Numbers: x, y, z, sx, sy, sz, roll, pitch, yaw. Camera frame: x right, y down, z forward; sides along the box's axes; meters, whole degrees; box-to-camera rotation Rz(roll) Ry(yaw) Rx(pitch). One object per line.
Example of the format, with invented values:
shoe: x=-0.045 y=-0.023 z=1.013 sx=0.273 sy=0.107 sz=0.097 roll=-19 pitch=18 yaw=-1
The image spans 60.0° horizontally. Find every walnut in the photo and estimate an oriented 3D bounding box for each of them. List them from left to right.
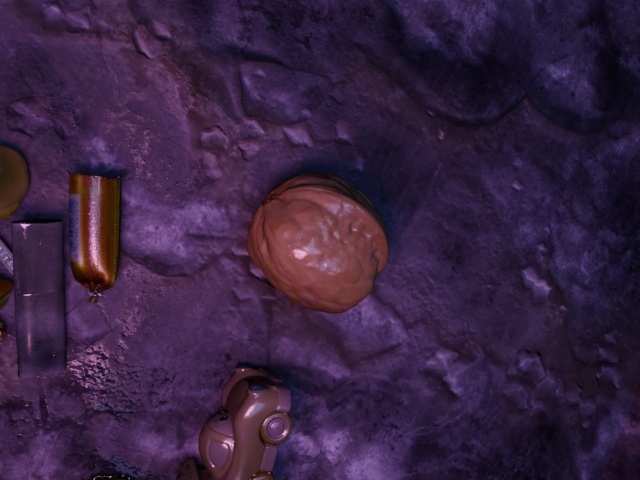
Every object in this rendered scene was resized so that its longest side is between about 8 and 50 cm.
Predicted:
walnut: x=0.000 y=0.000 z=1.432 sx=0.381 sy=0.381 sz=0.381 roll=-1 pitch=94 yaw=-21

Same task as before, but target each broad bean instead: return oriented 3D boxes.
broad bean: x=-0.733 y=-0.130 z=1.259 sx=0.124 sy=0.082 sz=0.175 roll=29 pitch=74 yaw=-37

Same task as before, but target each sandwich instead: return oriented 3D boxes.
sandwich: x=-0.760 y=0.132 z=1.239 sx=0.074 sy=0.116 sz=0.074 roll=32 pitch=115 yaw=-9

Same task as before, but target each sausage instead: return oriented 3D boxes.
sausage: x=-0.536 y=-0.005 z=1.333 sx=0.125 sy=0.117 sz=0.318 roll=1 pitch=95 yaw=-6

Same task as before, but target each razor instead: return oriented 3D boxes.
razor: x=-0.735 y=0.029 z=1.289 sx=0.111 sy=0.056 sz=0.278 roll=-38 pitch=105 yaw=-14

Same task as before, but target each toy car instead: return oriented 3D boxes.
toy car: x=-0.220 y=0.504 z=1.422 sx=0.226 sy=0.242 sz=0.336 roll=13 pitch=90 yaw=-19

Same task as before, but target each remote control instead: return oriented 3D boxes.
remote control: x=-0.653 y=0.137 z=1.291 sx=0.107 sy=0.044 sz=0.378 roll=-6 pitch=108 yaw=-37

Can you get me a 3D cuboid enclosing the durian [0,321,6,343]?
durian: x=-0.852 y=0.308 z=1.238 sx=0.191 sy=0.112 sz=0.341 roll=23 pitch=77 yaw=-11

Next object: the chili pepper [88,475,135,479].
chili pepper: x=-0.537 y=0.632 z=1.398 sx=0.182 sy=0.050 sz=0.073 roll=6 pitch=84 yaw=-26
